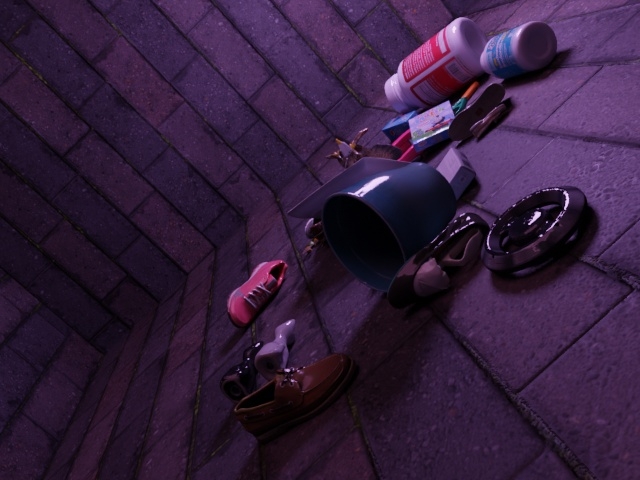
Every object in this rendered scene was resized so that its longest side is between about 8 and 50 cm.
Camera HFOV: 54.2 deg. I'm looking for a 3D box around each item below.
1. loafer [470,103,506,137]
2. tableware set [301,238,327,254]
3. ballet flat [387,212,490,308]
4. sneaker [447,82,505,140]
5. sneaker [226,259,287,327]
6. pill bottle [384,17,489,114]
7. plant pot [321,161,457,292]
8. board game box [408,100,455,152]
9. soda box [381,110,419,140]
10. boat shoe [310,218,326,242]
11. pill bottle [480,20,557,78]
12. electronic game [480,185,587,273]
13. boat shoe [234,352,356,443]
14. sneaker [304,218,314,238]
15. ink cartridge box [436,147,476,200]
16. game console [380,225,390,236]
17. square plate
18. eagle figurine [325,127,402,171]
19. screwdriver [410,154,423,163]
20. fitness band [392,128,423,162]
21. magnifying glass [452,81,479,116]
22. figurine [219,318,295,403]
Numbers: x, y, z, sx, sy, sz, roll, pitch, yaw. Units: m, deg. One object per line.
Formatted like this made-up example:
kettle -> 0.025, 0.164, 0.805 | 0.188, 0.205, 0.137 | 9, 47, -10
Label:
loafer -> 0.510, -0.356, 1.879 | 0.125, 0.039, 0.045 | -38, -17, 13
tableware set -> 0.000, 0.000, 2.278 | 0.154, 0.024, 0.104 | -37, 13, 29
ballet flat -> 0.260, 0.045, 1.351 | 0.280, 0.095, 0.096 | -46, 27, -7
sneaker -> 0.501, -0.402, 1.971 | 0.222, 0.083, 0.118 | -45, -5, 26
sneaker -> -0.220, 0.172, 2.210 | 0.136, 0.116, 0.314 | -27, 23, 45
pill bottle -> 0.455, -0.667, 2.465 | 0.407, 0.229, 0.229 | -29, 21, 44
plant pot -> 0.185, -0.057, 1.523 | 0.255, 0.272, 0.271 | -37, 10, -28
board game box -> 0.389, -0.395, 2.158 | 0.160, 0.039, 0.212 | -24, 28, 17
soda box -> 0.335, -0.465, 2.549 | 0.071, 0.067, 0.210 | -48, 16, -14
boat shoe -> 0.008, -0.064, 2.240 | 0.073, 0.073, 0.207 | -41, 11, 17
pill bottle -> 0.624, -0.604, 2.016 | 0.146, 0.146, 0.264 | -47, 15, -9
electronic game -> 0.409, -0.023, 1.214 | 0.229, 0.048, 0.229 | -40, 15, 13
boat shoe -> -0.063, 0.336, 1.380 | 0.307, 0.104, 0.111 | -40, 16, 16
sneaker -> 0.007, -0.072, 2.376 | 0.166, 0.065, 0.076 | -49, 20, -12
ink cartridge box -> 0.332, -0.131, 1.744 | 0.232, 0.066, 0.189 | -61, 9, 22
game console -> 0.167, 0.006, 1.711 | 0.144, 0.124, 0.085 | -47, 42, -8
square plate -> 0.116, -0.155, 2.050 | 0.344, 0.049, 0.347 | -33, -17, 33
eagle figurine -> 0.129, -0.269, 2.177 | 0.298, 0.225, 0.227 | 48, 124, 58
screwdriver -> 0.291, -0.238, 2.163 | 0.170, 0.024, 0.025 | -43, 43, 30
fitness band -> 0.305, -0.320, 2.286 | 0.291, 0.054, 0.209 | -47, 18, -8
magnifying glass -> 0.510, -0.495, 2.266 | 0.231, 0.026, 0.092 | -53, 17, -23
figurine -> -0.158, 0.319, 1.727 | 0.214, 0.092, 0.209 | -37, 13, 23
